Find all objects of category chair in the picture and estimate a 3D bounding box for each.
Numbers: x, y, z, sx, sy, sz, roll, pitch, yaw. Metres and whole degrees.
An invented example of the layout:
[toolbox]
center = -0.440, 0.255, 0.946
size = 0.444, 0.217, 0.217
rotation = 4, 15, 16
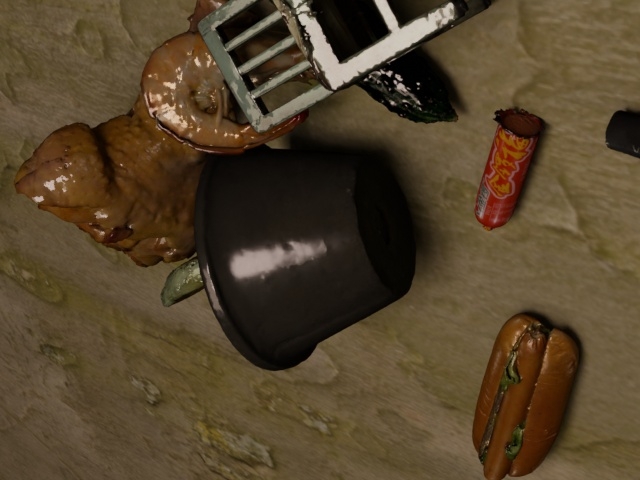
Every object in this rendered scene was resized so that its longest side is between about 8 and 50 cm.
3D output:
[chair]
center = -0.005, -0.197, 0.844
size = 0.270, 0.147, 0.136
rotation = -25, 97, 25

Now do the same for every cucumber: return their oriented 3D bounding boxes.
[cucumber]
center = 0.020, -0.215, 0.946
size = 0.300, 0.072, 0.072
rotation = 46, 142, 5

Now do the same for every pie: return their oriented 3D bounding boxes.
[pie]
center = -0.124, 0.021, 1.198
size = 0.041, 0.187, 0.187
rotation = 57, 142, -1

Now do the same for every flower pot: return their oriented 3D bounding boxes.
[flower pot]
center = 0.000, 0.000, 1.035
size = 0.166, 0.269, 0.269
rotation = -13, 112, 28

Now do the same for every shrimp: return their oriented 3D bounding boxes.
[shrimp]
center = -0.069, -0.158, 0.994
size = 0.053, 0.236, 0.133
rotation = 104, 161, -80

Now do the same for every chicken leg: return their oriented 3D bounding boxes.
[chicken leg]
center = -0.206, -0.112, 1.117
size = 0.182, 0.295, 0.409
rotation = 55, 132, 24

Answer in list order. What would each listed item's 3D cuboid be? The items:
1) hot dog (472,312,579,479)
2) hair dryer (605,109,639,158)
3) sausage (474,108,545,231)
[hot dog]
center = 0.225, 0.187, 1.083
size = 0.100, 0.068, 0.249
rotation = 29, 137, 26
[hair dryer]
center = 0.347, -0.012, 0.816
size = 0.196, 0.075, 0.219
rotation = 22, 142, 45
[sausage]
center = 0.178, -0.061, 0.941
size = 0.050, 0.048, 0.145
rotation = 4, 136, -5
